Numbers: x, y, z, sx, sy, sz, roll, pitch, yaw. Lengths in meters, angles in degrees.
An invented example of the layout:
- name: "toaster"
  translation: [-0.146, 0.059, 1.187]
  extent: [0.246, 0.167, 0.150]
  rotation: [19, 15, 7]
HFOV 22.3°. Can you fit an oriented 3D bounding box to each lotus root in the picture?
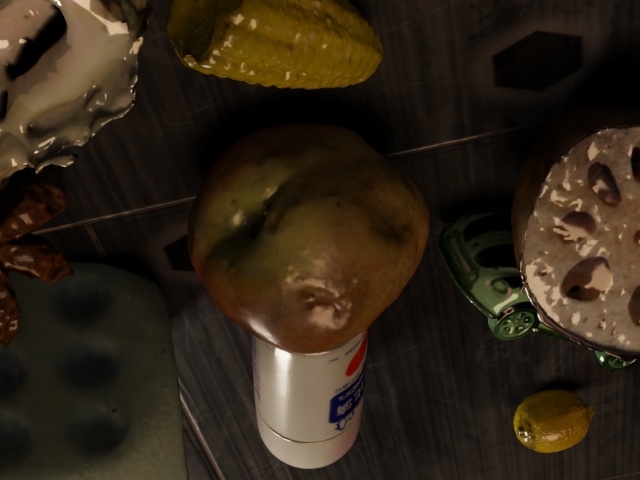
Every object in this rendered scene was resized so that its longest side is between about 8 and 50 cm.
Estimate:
- name: "lotus root"
  translation: [0.298, -0.035, 1.582]
  extent: [0.272, 0.192, 0.272]
  rotation: [-4, 119, -7]

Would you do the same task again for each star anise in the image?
- name: "star anise"
  translation: [-0.308, 0.005, 1.467]
  extent: [0.212, 0.111, 0.196]
  rotation: [-2, 124, -44]

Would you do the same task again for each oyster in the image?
- name: "oyster"
  translation: [-0.273, -0.159, 1.281]
  extent: [0.351, 0.115, 0.238]
  rotation: [-34, 134, 26]

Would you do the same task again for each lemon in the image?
- name: "lemon"
  translation: [0.307, 0.236, 2.132]
  extent: [0.110, 0.082, 0.082]
  rotation: [-13, 150, -8]

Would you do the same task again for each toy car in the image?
- name: "toy car"
  translation: [0.267, 0.037, 1.748]
  extent: [0.306, 0.136, 0.125]
  rotation: [19, 125, -38]

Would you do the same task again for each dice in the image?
- name: "dice"
  translation: [-0.276, 0.197, 1.703]
  extent: [0.264, 0.268, 0.262]
  rotation: [-6, 149, -6]

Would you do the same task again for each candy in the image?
- name: "candy"
  translation: [-0.026, -0.173, 1.344]
  extent: [0.199, 0.094, 0.106]
  rotation: [12, 107, -44]

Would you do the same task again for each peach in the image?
- name: "peach"
  translation: [0.000, 0.000, 1.530]
  extent: [0.235, 0.214, 0.214]
  rotation: [11, 144, -43]

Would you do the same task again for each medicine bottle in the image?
- name: "medicine bottle"
  translation: [-0.013, 0.151, 1.845]
  extent: [0.130, 0.130, 0.341]
  rotation: [-7, 149, -6]
